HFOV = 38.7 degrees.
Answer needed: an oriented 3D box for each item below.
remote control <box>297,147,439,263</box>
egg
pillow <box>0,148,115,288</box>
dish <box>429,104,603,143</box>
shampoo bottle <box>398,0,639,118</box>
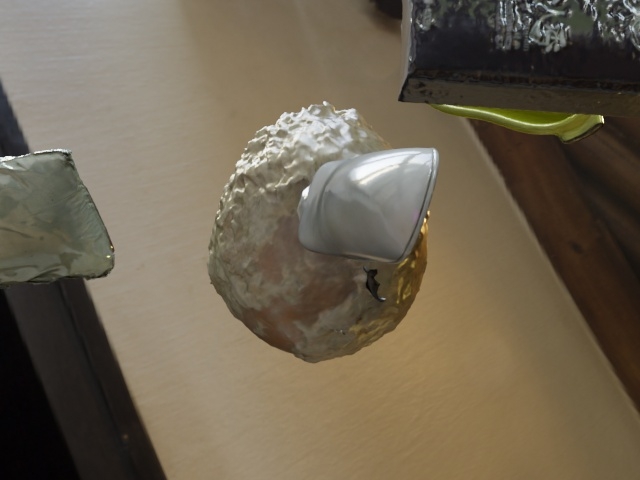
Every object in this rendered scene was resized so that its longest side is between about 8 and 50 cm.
[{"bbox_3d":[0.019,-0.026,0.602,0.229,0.044,0.073,-172,-83,-72],"label":"remote control"},{"bbox_3d":[0.000,0.000,1.064,0.279,0.279,0.310,35,-53,32],"label":"egg"},{"bbox_3d":[-0.296,-0.007,0.764,0.229,0.051,0.128,-8,-57,3],"label":"pillow"},{"bbox_3d":[0.227,-0.208,0.932,0.262,0.108,0.221,33,-76,38],"label":"dish"},{"bbox_3d":[0.211,-0.137,0.631,0.071,0.310,0.098,103,-10,-75],"label":"shampoo bottle"}]
